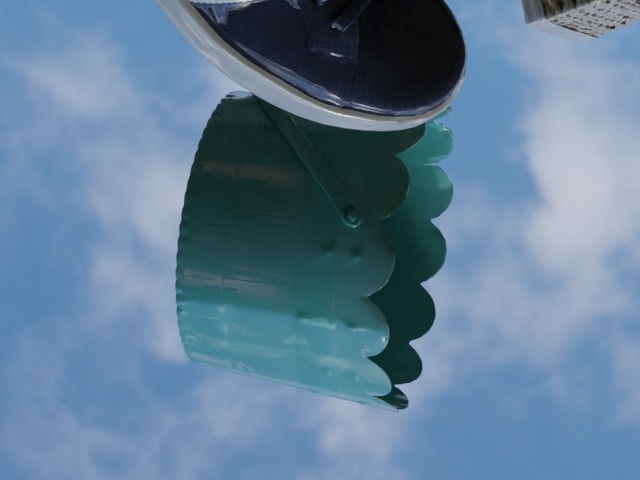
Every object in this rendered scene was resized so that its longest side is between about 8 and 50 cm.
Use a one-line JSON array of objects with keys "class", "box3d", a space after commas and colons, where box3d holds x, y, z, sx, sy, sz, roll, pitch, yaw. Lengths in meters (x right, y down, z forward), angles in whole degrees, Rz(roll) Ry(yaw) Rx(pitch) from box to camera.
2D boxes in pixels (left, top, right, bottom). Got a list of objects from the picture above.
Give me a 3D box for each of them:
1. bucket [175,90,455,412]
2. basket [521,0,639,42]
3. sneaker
[{"class": "bucket", "box3d": [0.000, 0.000, 1.499, 0.183, 0.281, 0.281, 9, -127, 11]}, {"class": "basket", "box3d": [0.294, -0.291, 1.955, 0.167, 0.103, 0.113, 0, -103, -59]}, {"class": "sneaker", "box3d": [-0.037, -0.195, 0.915, 0.350, 0.148, 0.131, 39, -123, -16]}]
